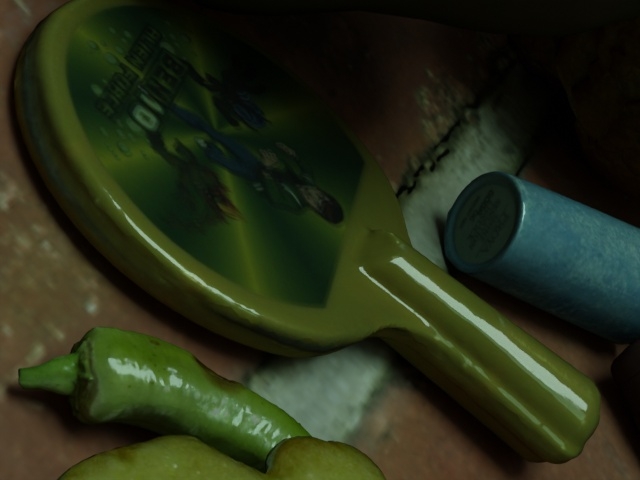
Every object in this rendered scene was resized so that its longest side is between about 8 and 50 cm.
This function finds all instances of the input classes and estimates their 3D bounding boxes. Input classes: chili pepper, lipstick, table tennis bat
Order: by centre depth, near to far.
[{"bbox_3d":[-0.018,0.091,0.542,0.208,0.043,0.049,38,21,-16],"label":"chili pepper"},{"bbox_3d":[0.000,0.000,0.661,0.321,0.050,0.198,37,32,-10],"label":"table tennis bat"},{"bbox_3d":[0.189,0.031,0.825,0.274,0.061,0.068,22,39,-35],"label":"lipstick"}]

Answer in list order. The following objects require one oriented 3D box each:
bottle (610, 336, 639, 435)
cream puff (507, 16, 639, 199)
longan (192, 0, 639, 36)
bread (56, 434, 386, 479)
[{"bbox_3d":[0.216,0.123,0.765,0.060,0.060,0.164,-6,60,-52],"label":"bottle"},{"bbox_3d":[0.230,-0.152,0.921,0.303,0.212,0.303,-22,90,-87],"label":"cream puff"},{"bbox_3d":[0.064,-0.271,0.691,0.336,0.404,0.404,60,7,-61],"label":"longan"},{"bbox_3d":[-0.030,0.149,0.457,0.149,0.065,0.187,13,49,-28],"label":"bread"}]
